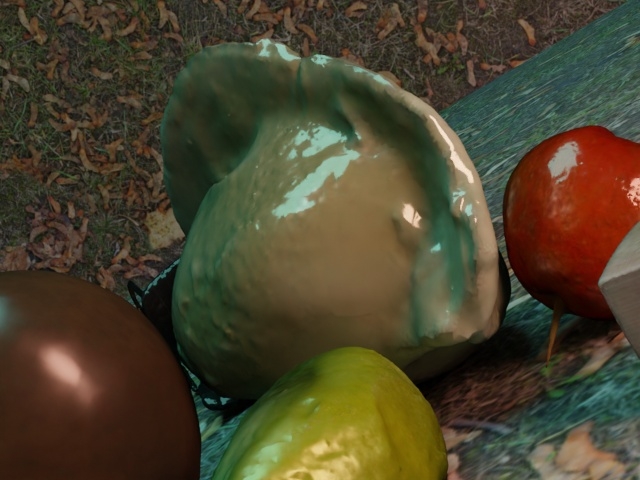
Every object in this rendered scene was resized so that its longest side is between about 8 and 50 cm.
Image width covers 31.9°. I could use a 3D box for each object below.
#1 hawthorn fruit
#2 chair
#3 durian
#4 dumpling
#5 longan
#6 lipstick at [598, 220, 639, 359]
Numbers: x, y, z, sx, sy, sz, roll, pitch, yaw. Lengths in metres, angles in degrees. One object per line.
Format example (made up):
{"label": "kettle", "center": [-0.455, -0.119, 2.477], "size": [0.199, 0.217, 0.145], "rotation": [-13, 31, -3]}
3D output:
{"label": "hawthorn fruit", "center": [0.164, -0.009, 0.692], "size": [0.140, 0.125, 0.125], "rotation": [-31, 7, -10]}
{"label": "chair", "center": [-0.100, 0.076, 1.130], "size": [0.140, 0.145, 0.221], "rotation": [-33, 9, -7]}
{"label": "durian", "center": [-0.004, 0.121, 0.591], "size": [0.139, 0.101, 0.250], "rotation": [-30, 6, 20]}
{"label": "dumpling", "center": [-0.004, 0.016, 0.764], "size": [0.321, 0.270, 0.212], "rotation": [-21, 38, 30]}
{"label": "longan", "center": [-0.195, 0.126, 0.758], "size": [0.248, 0.248, 0.248], "rotation": [-31, 7, 4]}
{"label": "lipstick", "center": [0.293, -0.027, 0.443], "size": [0.371, 0.080, 0.076], "rotation": [-26, 10, 40]}
